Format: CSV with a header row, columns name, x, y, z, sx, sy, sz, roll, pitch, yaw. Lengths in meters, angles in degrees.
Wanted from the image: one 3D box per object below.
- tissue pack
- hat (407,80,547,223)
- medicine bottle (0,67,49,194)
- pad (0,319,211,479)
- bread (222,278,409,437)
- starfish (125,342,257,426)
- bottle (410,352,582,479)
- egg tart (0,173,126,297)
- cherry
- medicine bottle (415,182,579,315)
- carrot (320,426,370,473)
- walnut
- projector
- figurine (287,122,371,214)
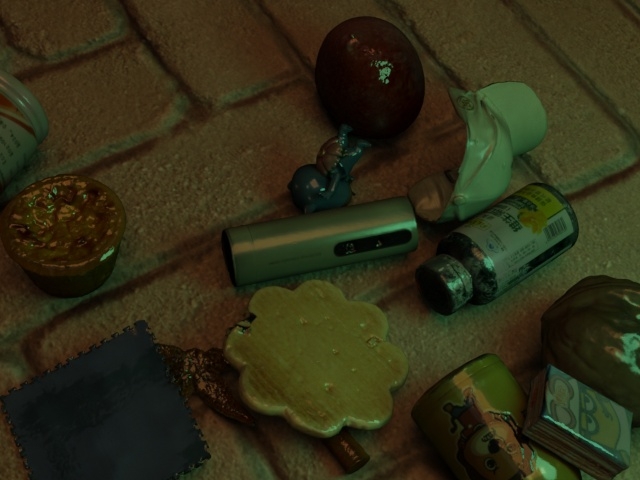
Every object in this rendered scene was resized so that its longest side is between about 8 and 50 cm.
name,x,y,z,sx,sy,sz,roll,pitch,yaw
tissue pack,0.380,0.270,1.399,0.155,0.065,0.115,30,39,-4
hat,0.309,-0.146,1.717,0.301,0.257,0.168,-19,56,-31
medicine bottle,-0.632,-0.135,1.617,0.202,0.202,0.315,24,59,8
pad,-0.337,0.288,1.468,0.269,0.012,0.269,-27,64,-7
bread,-0.007,0.189,1.544,0.316,0.054,0.316,12,45,-12
starfish,-0.221,0.233,1.530,0.248,0.050,0.138,1,59,2
bottle,0.306,0.353,1.440,0.172,0.171,0.351,-28,65,-22
egg tart,-0.421,0.007,1.585,0.203,0.147,0.202,3,56,-4
cherry,0.100,-0.320,1.803,0.206,0.239,0.239,-11,60,-22
medicine bottle,0.306,0.020,1.667,0.293,0.141,0.141,-31,66,-22
carrot,0.018,0.308,1.511,0.048,0.048,0.139,-33,65,-23
walnut,0.484,0.178,1.538,0.273,0.227,0.273,5,61,-9
projector,0.000,0.000,1.664,0.338,0.108,0.108,-11,60,-13
figurine,0.030,-0.119,1.726,0.144,0.178,0.114,5,37,-51
